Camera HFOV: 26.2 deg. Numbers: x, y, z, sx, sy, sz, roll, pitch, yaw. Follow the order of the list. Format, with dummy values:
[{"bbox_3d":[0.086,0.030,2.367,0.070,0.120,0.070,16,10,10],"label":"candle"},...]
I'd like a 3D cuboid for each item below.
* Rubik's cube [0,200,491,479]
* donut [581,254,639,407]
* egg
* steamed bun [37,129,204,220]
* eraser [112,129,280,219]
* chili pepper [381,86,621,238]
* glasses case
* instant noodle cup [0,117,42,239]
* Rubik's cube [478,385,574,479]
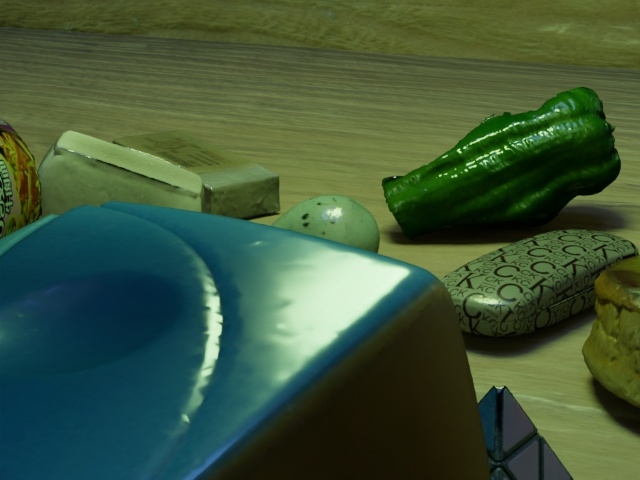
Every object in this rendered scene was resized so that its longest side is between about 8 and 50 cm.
[{"bbox_3d":[-0.114,0.201,0.860,0.351,0.347,0.352,8,30,33],"label":"Rubik's cube"},{"bbox_3d":[0.462,0.104,1.531,0.330,0.160,0.330,7,16,-2],"label":"donut"},{"bbox_3d":[0.000,0.000,1.898,0.164,0.131,0.131,0,18,10],"label":"egg"},{"bbox_3d":[-0.293,-0.042,1.961,0.242,0.164,0.146,18,16,-7],"label":"steamed bun"},{"bbox_3d":[-0.214,-0.110,2.321,0.144,0.078,0.343,-12,23,-32],"label":"eraser"},{"bbox_3d":[0.288,-0.094,2.134,0.385,0.213,0.167,-21,64,-2],"label":"chili pepper"},{"bbox_3d":[0.290,0.051,1.807,0.137,0.085,0.355,17,25,40],"label":"glasses case"},{"bbox_3d":[-0.536,-0.052,1.802,0.340,0.340,0.266,7,10,21],"label":"instant noodle cup"},{"bbox_3d":[0.144,0.243,1.161,0.211,0.190,0.178,-3,35,7],"label":"Rubik's cube"}]
